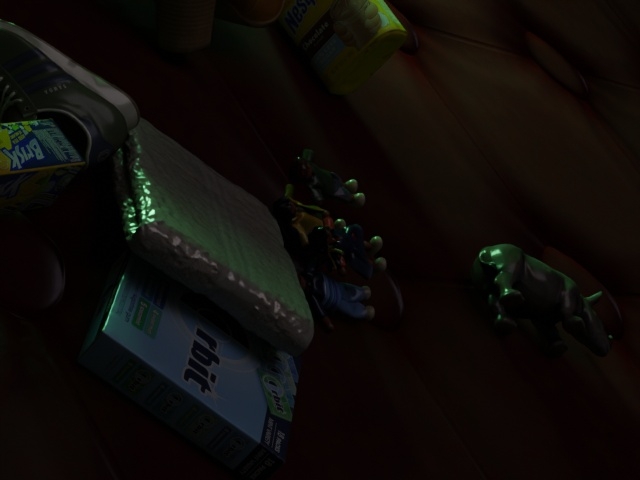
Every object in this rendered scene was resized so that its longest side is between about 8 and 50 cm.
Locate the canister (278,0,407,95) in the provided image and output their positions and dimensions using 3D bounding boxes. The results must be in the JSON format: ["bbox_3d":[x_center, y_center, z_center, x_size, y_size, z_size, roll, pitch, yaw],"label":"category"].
[{"bbox_3d":[0.014,-0.276,2.127,0.073,0.126,0.170,-1,52,-57],"label":"canister"}]

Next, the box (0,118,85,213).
[{"bbox_3d":[-0.270,-0.057,1.435,0.054,0.059,0.169,50,25,14],"label":"box"}]

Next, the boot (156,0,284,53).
[{"bbox_3d":[-0.101,-0.339,1.939,0.104,0.211,0.295,14,24,15],"label":"boot"}]

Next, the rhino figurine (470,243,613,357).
[{"bbox_3d":[0.264,0.074,2.022,0.243,0.073,0.106,25,34,-38],"label":"rhino figurine"}]

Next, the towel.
[{"bbox_3d":[-0.106,-0.010,1.569,0.187,0.049,0.282,34,14,-22],"label":"towel"}]

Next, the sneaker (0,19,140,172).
[{"bbox_3d":[-0.260,-0.127,1.552,0.192,0.064,0.086,29,51,-1],"label":"sneaker"}]

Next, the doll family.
[{"bbox_3d":[0.000,0.000,1.740,0.111,0.076,0.193,23,35,-47],"label":"doll family"}]

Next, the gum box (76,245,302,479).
[{"bbox_3d":[-0.104,0.100,1.463,0.184,0.041,0.157,36,25,-14],"label":"gum box"}]
